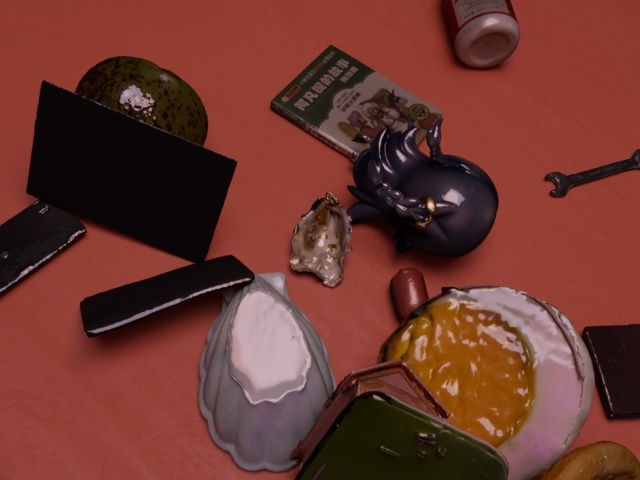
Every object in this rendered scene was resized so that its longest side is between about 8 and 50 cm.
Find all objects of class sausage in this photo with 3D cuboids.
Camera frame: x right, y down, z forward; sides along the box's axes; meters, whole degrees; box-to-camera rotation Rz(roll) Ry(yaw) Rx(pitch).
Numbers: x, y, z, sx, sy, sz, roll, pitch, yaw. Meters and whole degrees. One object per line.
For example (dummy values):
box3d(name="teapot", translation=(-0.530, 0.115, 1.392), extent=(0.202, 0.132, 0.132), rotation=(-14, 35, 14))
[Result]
box3d(name="sausage", translation=(0.140, 0.087, 1.061), extent=(0.054, 0.059, 0.094), rotation=(-10, 66, 0))

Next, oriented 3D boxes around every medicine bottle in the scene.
box3d(name="medicine bottle", translation=(0.322, -0.485, 1.389), extent=(0.131, 0.131, 0.250), rotation=(0, 60, -9))

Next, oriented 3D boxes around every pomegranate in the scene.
box3d(name="pomegranate", translation=(-0.307, -0.167, 1.077), extent=(0.214, 0.214, 0.247), rotation=(38, 95, 13))

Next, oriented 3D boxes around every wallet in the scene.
box3d(name="wallet", translation=(-0.226, 0.074, 0.986), extent=(0.245, 0.025, 0.124), rotation=(-17, 20, -18))

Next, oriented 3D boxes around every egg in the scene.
box3d(name="egg", translation=(0.221, 0.204, 0.951), extent=(0.264, 0.174, 0.286), rotation=(43, 89, 15))

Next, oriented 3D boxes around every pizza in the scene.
box3d(name="pizza", translation=(0.350, 0.359, 0.878), extent=(0.292, 0.058, 0.197), rotation=(14, 92, -42))

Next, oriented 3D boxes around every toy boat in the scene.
box3d(name="toy boat", translation=(-0.077, 0.172, 0.954), extent=(0.200, 0.100, 0.290), rotation=(-7, 63, -14))

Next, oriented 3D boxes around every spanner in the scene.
box3d(name="spanner", translation=(0.534, -0.131, 1.280), extent=(0.255, 0.015, 0.054), rotation=(-16, 63, -17))

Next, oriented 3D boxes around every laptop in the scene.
box3d(name="laptop", translation=(0.531, 0.206, 1.076), extent=(0.207, 0.026, 0.153), rotation=(0, 58, -11))

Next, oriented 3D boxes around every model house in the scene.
box3d(name="model house", translation=(0.082, 0.269, 0.843), extent=(0.207, 0.293, 0.154), rotation=(26, 32, -6))

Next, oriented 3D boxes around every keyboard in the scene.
box3d(name="keyboard", translation=(-0.505, 0.049, 0.999), extent=(0.106, 0.027, 0.317), rotation=(42, 62, 12))

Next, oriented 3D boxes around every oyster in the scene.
box3d(name="oyster", translation=(0.007, -0.006, 1.095), extent=(0.103, 0.051, 0.148), rotation=(19, 86, 6))

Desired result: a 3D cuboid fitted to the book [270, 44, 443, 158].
box3d(name="book", translation=(0.070, -0.245, 1.266), extent=(0.264, 0.027, 0.202), rotation=(34, 61, 11))

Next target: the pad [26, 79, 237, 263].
box3d(name="pad", translation=(-0.290, -0.094, 1.012), extent=(0.300, 0.202, 0.005), rotation=(22, 31, -3))

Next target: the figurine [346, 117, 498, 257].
box3d(name="figurine", translation=(0.157, -0.077, 1.102), extent=(0.265, 0.175, 0.197), rotation=(14, 50, 8))
